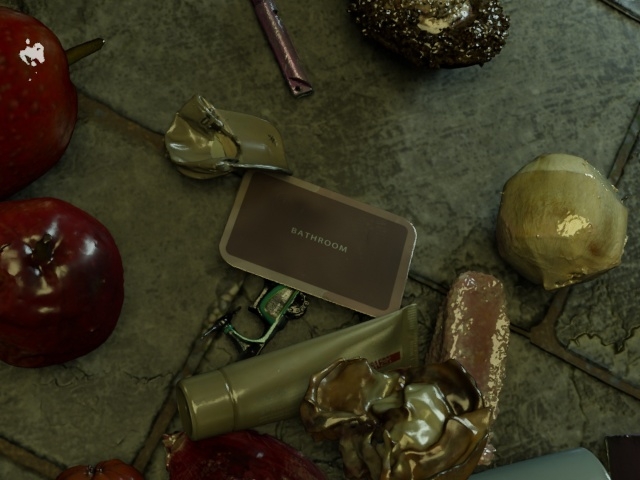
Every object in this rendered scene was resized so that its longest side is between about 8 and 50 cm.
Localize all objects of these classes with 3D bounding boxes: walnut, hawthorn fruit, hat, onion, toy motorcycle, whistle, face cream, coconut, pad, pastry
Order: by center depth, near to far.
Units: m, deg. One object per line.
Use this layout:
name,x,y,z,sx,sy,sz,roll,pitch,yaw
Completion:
hawthorn fruit,-0.357,0.035,1.402,0.230,0.266,0.210,14,62,-9
hawthorn fruit,-0.279,0.353,1.417,0.132,0.133,0.138,-5,94,-9
walnut,0.106,0.244,1.420,0.204,0.141,0.238,-34,52,-22
hawthorn fruit,-0.443,-0.193,1.433,0.368,0.285,0.285,-28,85,-20
onion,-0.103,0.349,1.450,0.283,0.120,0.227,44,72,2
face cream,-0.020,0.184,1.489,0.341,0.084,0.137,-12,112,-20
toy motorcycle,-0.082,0.104,1.532,0.100,0.058,0.173,33,76,5
pastry,0.198,0.179,1.537,0.102,0.112,0.265,15,70,-14
coconut,0.337,-0.017,1.558,0.194,0.194,0.194,2,79,-8
hat,-0.126,-0.114,1.560,0.175,0.085,0.147,15,40,-27
pad,0.000,0.000,1.560,0.266,0.002,0.176,20,57,-5
whistle,-0.058,-0.289,1.622,0.033,0.033,0.177,-22,84,-12

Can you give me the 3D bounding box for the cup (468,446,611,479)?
cup,0.225,0.403,1.445,0.312,0.205,0.206,-12,81,-9

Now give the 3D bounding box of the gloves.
gloves,0.140,-0.350,1.608,0.210,0.135,0.312,-12,59,-31

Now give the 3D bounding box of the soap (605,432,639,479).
soap,0.458,0.388,1.494,0.081,0.181,0.260,-3,79,-5
